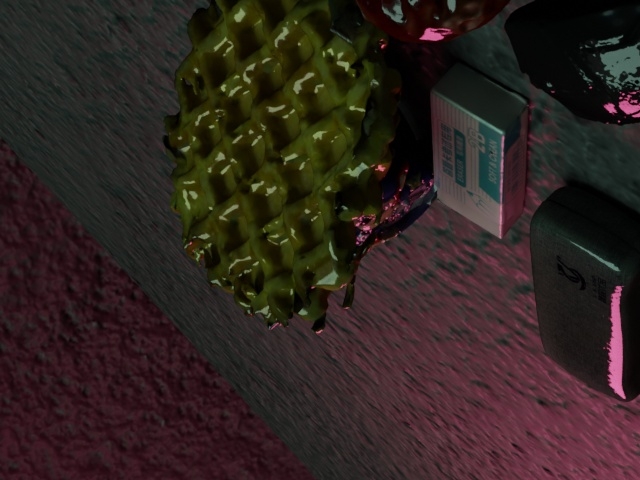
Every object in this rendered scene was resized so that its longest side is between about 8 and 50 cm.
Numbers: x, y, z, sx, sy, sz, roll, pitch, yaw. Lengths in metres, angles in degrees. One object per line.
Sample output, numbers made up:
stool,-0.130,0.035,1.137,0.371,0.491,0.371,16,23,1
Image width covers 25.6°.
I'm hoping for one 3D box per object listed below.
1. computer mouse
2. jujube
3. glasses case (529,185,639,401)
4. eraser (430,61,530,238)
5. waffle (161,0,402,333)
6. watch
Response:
computer mouse,0.239,-0.150,1.189,0.122,0.073,0.217,49,163,-21
jujube,0.075,-0.274,1.139,0.155,0.155,0.230,20,146,51
glasses case,0.303,0.065,1.551,0.131,0.074,0.323,32,159,28
eraser,0.171,-0.092,1.506,0.095,0.052,0.225,33,161,21
waffle,-0.047,-0.105,1.523,0.095,0.380,0.382,3,-159,-36
watch,0.036,-0.102,1.630,0.200,0.171,0.196,49,154,21
